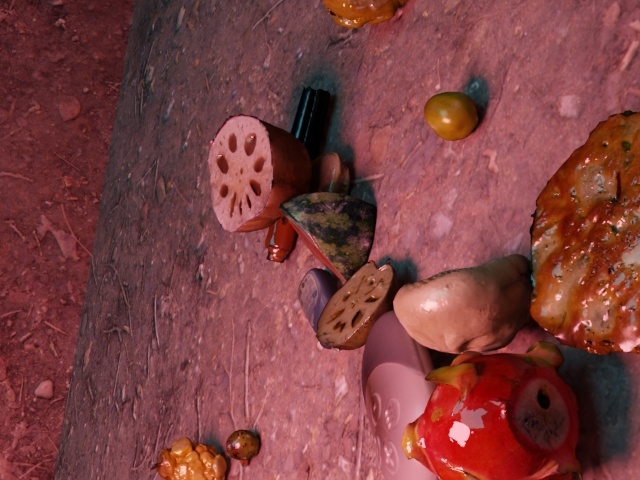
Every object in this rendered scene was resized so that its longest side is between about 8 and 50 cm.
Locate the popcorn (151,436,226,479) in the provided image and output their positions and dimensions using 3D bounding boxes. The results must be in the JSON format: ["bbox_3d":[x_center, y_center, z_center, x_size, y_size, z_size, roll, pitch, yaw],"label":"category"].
[{"bbox_3d":[-0.293,0.549,1.941,0.140,0.164,0.194,-149,44,-79],"label":"popcorn"}]

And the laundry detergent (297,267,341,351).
[{"bbox_3d":[0.011,0.148,1.700,0.096,0.061,0.206,-56,34,23],"label":"laundry detergent"}]

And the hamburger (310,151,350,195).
[{"bbox_3d":[0.015,-0.121,1.834,0.133,0.062,0.140,3,77,57],"label":"hamburger"}]

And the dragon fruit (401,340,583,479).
[{"bbox_3d":[0.236,0.252,1.130,0.227,0.224,0.224,-23,56,56],"label":"dragon fruit"}]

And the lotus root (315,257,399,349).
[{"bbox_3d":[0.084,0.132,1.555,0.203,0.078,0.183,-45,21,18],"label":"lotus root"}]

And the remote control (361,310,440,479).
[{"bbox_3d":[0.135,0.266,1.361,0.332,0.104,0.221,-102,21,-47],"label":"remote control"}]

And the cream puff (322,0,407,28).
[{"bbox_3d":[0.102,-0.558,1.814,0.221,0.195,0.195,-51,32,3],"label":"cream puff"}]

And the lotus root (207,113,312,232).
[{"bbox_3d":[-0.118,-0.136,1.819,0.272,0.192,0.272,-13,72,46],"label":"lotus root"}]

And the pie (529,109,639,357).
[{"bbox_3d":[0.395,-0.004,1.085,0.288,0.103,0.354,-29,47,51],"label":"pie"}]

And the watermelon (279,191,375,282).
[{"bbox_3d":[-0.002,0.003,1.713,0.136,0.207,0.202,-67,-1,-48],"label":"watermelon"}]

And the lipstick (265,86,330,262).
[{"bbox_3d":[-0.056,-0.153,1.956,0.077,0.077,0.418,7,82,60],"label":"lipstick"}]

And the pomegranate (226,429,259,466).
[{"bbox_3d":[-0.175,0.458,1.847,0.084,0.073,0.073,-65,30,13],"label":"pomegranate"}]

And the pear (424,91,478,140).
[{"bbox_3d":[0.232,-0.225,1.489,0.092,0.097,0.092,-56,1,1],"label":"pear"}]

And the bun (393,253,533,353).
[{"bbox_3d":[0.223,0.102,1.244,0.231,0.231,0.133,-24,81,53],"label":"bun"}]
